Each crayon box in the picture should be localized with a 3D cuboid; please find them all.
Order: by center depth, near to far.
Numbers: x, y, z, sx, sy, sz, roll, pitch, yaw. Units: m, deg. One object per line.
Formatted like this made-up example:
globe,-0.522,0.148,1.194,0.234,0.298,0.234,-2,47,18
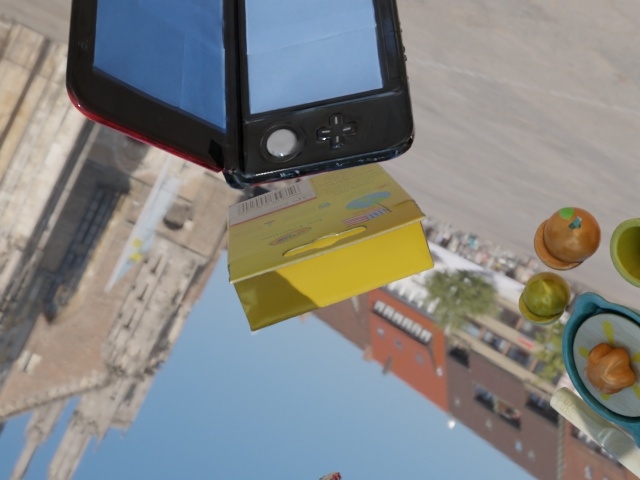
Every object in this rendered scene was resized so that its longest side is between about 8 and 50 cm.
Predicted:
crayon box,0.000,0.000,0.968,0.318,0.202,0.081,-109,0,-75

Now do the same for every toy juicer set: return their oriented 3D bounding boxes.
toy juicer set,0.285,0.119,0.924,0.090,0.328,0.209,-19,-159,-33

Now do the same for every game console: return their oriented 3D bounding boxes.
game console,-0.031,-0.105,0.381,0.124,0.144,0.085,-10,153,11

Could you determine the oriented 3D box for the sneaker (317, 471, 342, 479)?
sneaker,-0.039,0.392,1.096,0.112,0.120,0.299,-9,-165,25
